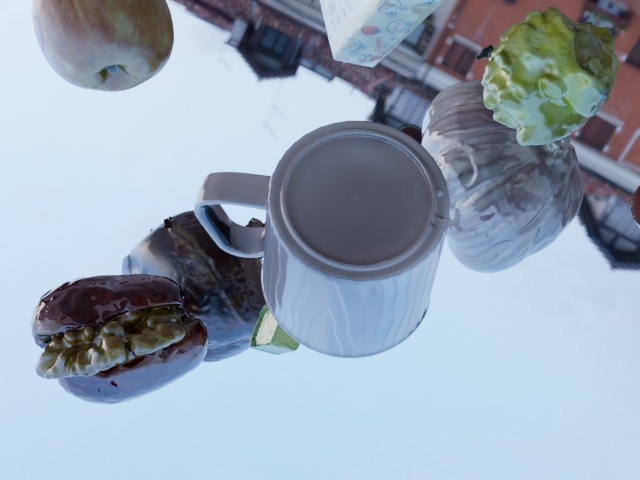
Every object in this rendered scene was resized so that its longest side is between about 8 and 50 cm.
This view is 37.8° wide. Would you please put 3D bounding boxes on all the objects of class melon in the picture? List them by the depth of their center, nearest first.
[{"bbox_3d":[-0.026,0.121,1.578,0.064,0.209,0.118,31,-125,-32],"label":"melon"}]

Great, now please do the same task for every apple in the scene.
[{"bbox_3d":[-0.230,-0.227,0.996,0.146,0.146,0.131,3,-121,-42],"label":"apple"}]

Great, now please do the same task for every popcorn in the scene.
[{"bbox_3d":[0.271,-0.198,1.137,0.173,0.173,0.142,-1,-119,-46],"label":"popcorn"}]

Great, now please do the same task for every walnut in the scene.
[{"bbox_3d":[-0.327,0.154,1.535,0.269,0.222,0.244,-17,180,-4],"label":"walnut"}]

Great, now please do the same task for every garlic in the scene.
[{"bbox_3d":[0.305,-0.111,1.542,0.317,0.259,0.317,18,-125,-28],"label":"garlic"}]

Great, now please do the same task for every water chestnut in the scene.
[{"bbox_3d":[-0.205,0.075,1.874,0.347,0.335,0.335,-32,-123,-24],"label":"water chestnut"}]

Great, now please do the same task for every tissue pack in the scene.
[{"bbox_3d":[0.085,-0.352,1.284,0.092,0.196,0.148,1,-111,-30],"label":"tissue pack"}]

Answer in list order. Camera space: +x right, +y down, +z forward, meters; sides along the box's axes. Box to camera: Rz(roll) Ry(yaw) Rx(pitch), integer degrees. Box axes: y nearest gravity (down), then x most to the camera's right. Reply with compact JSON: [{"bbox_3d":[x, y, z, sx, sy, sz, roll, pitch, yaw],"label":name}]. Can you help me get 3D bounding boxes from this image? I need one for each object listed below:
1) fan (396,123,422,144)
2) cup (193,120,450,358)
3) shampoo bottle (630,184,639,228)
[{"bbox_3d":[0.161,-0.150,1.734,0.085,0.133,0.005,11,177,-25],"label":"fan"},{"bbox_3d":[0.013,-0.012,1.133,0.288,0.273,0.208,39,-109,14],"label":"cup"},{"bbox_3d":[0.454,0.024,1.046,0.314,0.076,0.118,33,-122,-37],"label":"shampoo bottle"}]
